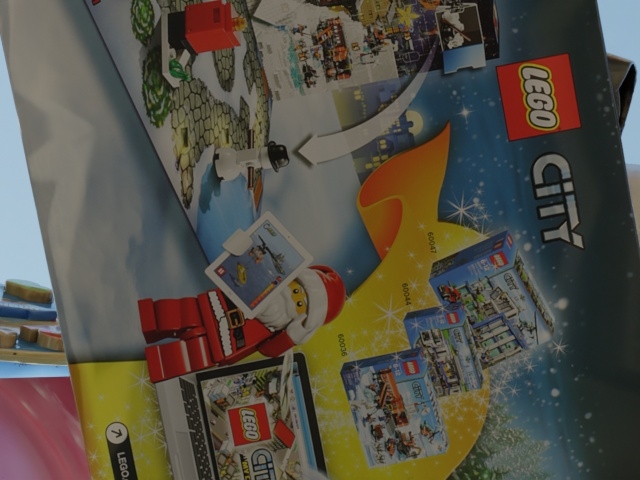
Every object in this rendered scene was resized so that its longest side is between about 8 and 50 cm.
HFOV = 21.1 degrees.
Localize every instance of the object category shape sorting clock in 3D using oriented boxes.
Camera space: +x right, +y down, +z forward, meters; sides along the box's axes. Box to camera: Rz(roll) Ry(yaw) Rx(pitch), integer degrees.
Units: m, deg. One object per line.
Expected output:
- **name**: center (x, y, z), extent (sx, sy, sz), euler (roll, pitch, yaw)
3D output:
- **shape sorting clock**: center (-0.197, 0.041, 0.990), extent (0.206, 0.206, 0.040), euler (17, -80, 23)

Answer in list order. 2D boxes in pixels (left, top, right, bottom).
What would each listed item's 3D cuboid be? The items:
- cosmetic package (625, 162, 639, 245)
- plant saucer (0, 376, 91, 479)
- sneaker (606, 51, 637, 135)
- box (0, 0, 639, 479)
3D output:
- **cosmetic package**: center (0.150, 0.043, 0.984), extent (0.365, 0.197, 0.155), euler (9, -72, 30)
- **plant saucer**: center (-0.263, 0.205, 1.344), extent (0.084, 0.332, 0.332), euler (-27, -112, 30)
- **sneaker**: center (0.094, -0.069, 0.927), extent (0.118, 0.222, 0.083), euler (18, -54, 19)
- **box**: center (-0.001, -0.029, 0.474), extent (0.159, 0.044, 0.233), euler (-11, -85, -6)
